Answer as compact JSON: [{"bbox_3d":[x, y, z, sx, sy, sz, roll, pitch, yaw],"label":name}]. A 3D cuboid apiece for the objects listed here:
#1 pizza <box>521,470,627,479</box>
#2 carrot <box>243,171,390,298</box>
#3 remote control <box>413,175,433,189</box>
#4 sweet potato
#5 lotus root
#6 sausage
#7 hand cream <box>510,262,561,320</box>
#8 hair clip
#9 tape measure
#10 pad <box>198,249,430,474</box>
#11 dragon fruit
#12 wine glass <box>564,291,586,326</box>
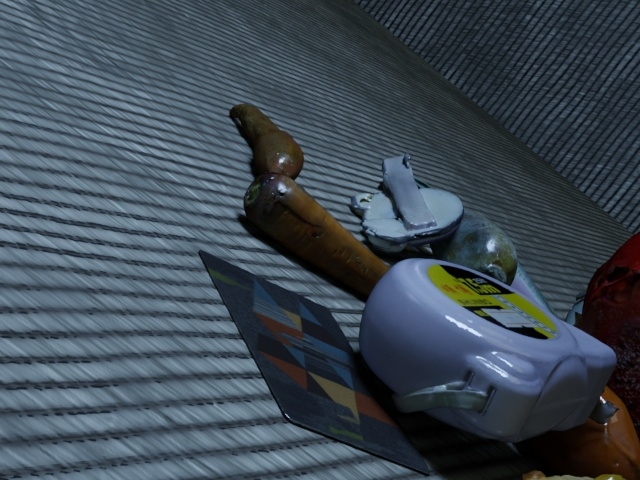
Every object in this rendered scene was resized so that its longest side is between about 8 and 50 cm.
[{"bbox_3d":[0.221,0.245,0.790,0.277,0.114,0.408,38,16,23],"label":"pizza"},{"bbox_3d":[0.000,0.000,1.132,0.161,0.055,0.055,39,13,-21],"label":"carrot"},{"bbox_3d":[0.156,-0.040,1.664,0.065,0.029,0.166,22,16,-42],"label":"remote control"},{"bbox_3d":[-0.055,-0.103,1.328,0.050,0.050,0.214,31,12,-23],"label":"sweet potato"},{"bbox_3d":[0.163,0.011,1.410,0.088,0.088,0.165,27,10,-34],"label":"lotus root"},{"bbox_3d":[0.207,0.146,1.088,0.089,0.089,0.179,23,17,-43],"label":"sausage"},{"bbox_3d":[0.245,0.062,1.544,0.174,0.047,0.076,46,14,-3],"label":"hand cream"},{"bbox_3d":[0.096,-0.037,1.381,0.116,0.049,0.172,-11,30,-4],"label":"hair clip"},{"bbox_3d":[0.118,0.091,0.996,0.178,0.105,0.196,37,21,35],"label":"tape measure"},{"bbox_3d":[-0.007,0.086,0.934,0.143,0.003,0.211,26,18,-36],"label":"pad"},{"bbox_3d":[0.412,0.118,1.284,0.301,0.296,0.296,14,25,-35],"label":"dragon fruit"},{"bbox_3d":[0.369,0.110,1.533,0.111,0.111,0.204,44,18,24],"label":"wine glass"}]
